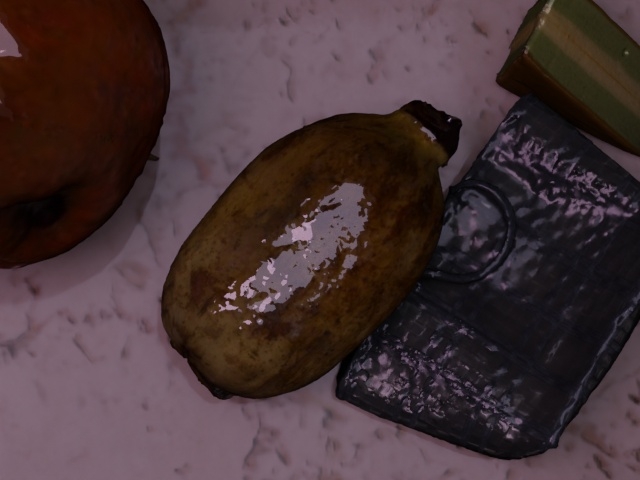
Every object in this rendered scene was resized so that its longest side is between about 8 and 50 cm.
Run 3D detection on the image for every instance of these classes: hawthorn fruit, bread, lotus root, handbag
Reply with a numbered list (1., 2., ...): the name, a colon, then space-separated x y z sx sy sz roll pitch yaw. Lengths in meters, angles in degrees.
1. hawthorn fruit: -0.228 -0.100 1.005 0.258 0.262 0.258 0 100 0
2. bread: 0.213 -0.125 1.154 0.139 0.084 0.074 29 79 -3
3. lotus root: 0.000 0.000 1.082 0.145 0.128 0.260 44 88 9
4. handbag: 0.143 0.039 1.128 0.175 0.088 0.270 32 83 9
